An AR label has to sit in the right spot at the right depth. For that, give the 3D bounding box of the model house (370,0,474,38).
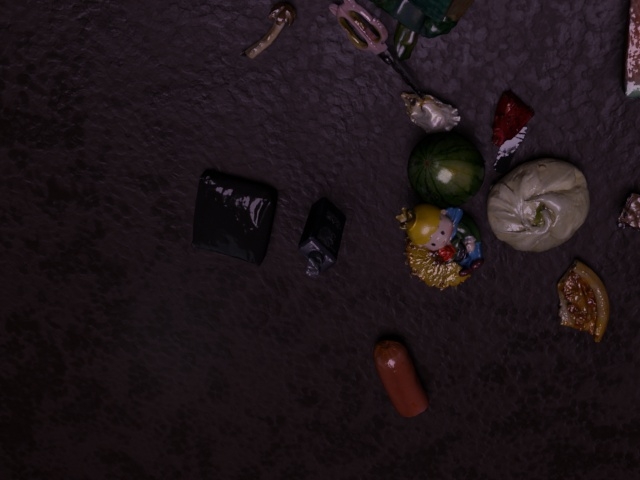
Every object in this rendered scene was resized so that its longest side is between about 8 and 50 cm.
[{"bbox_3d":[0.148,-0.607,1.506,0.382,0.342,0.334,39,118,8],"label":"model house"}]

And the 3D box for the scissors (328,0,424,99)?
[{"bbox_3d":[0.145,-0.447,1.775,0.317,0.160,0.024,45,75,-18],"label":"scissors"}]

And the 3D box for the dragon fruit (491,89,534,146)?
[{"bbox_3d":[0.454,-0.289,1.840,0.097,0.063,0.131,34,119,-5],"label":"dragon fruit"}]

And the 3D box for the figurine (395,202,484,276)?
[{"bbox_3d":[0.308,-0.003,1.920,0.234,0.185,0.127,11,153,-44],"label":"figurine"}]

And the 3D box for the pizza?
[{"bbox_3d":[0.722,0.170,2.059,0.134,0.056,0.271,-9,116,5],"label":"pizza"}]

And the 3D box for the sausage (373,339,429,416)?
[{"bbox_3d":[0.235,0.407,2.246,0.114,0.113,0.259,-17,116,18],"label":"sausage"}]

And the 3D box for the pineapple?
[{"bbox_3d":[0.294,0.058,2.057,0.135,0.079,0.233,-37,107,28],"label":"pineapple"}]

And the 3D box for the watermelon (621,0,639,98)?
[{"bbox_3d":[0.757,-0.462,1.670,0.193,0.140,0.256,-11,107,21],"label":"watermelon"}]

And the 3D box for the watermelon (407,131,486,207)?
[{"bbox_3d":[0.317,-0.173,1.870,0.188,0.215,0.188,-7,78,35],"label":"watermelon"}]

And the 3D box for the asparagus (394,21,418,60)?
[{"bbox_3d":[0.232,-0.557,1.726,0.080,0.080,0.287,24,123,-4],"label":"asparagus"}]

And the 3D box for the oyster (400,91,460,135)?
[{"bbox_3d":[0.275,-0.310,1.871,0.146,0.045,0.121,-3,115,3],"label":"oyster"}]

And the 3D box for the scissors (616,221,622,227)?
[{"bbox_3d":[0.850,-0.099,1.909,0.088,0.017,0.220,43,118,-17],"label":"scissors"}]

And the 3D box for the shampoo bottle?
[{"bbox_3d":[0.000,0.001,1.940,0.071,0.309,0.098,-34,110,25],"label":"shampoo bottle"}]

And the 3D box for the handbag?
[{"bbox_3d":[-0.245,-0.057,2.084,0.223,0.080,0.247,15,120,2],"label":"handbag"}]

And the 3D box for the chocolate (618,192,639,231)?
[{"bbox_3d":[0.909,-0.033,1.901,0.329,0.065,0.102,19,109,-8],"label":"chocolate"}]

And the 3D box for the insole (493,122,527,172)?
[{"bbox_3d":[0.480,-0.238,1.901,0.053,0.002,0.152,16,120,1],"label":"insole"}]

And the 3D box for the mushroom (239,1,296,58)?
[{"bbox_3d":[-0.130,-0.503,1.829,0.060,0.061,0.187,37,123,-17],"label":"mushroom"}]

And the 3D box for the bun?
[{"bbox_3d":[0.551,-0.074,1.894,0.259,0.160,0.259,3,121,5],"label":"bun"}]
